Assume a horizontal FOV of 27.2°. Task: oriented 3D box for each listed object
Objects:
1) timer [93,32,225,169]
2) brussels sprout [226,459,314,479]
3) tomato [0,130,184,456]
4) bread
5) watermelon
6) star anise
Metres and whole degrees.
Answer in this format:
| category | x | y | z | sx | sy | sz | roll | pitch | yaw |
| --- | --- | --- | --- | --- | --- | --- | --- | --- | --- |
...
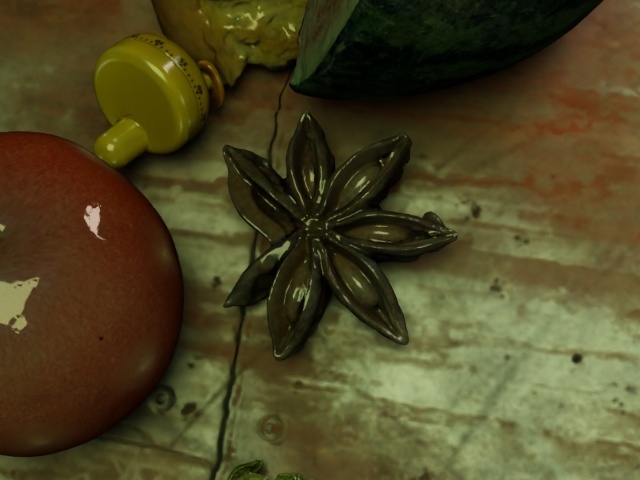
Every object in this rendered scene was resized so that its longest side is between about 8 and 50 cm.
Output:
| category | x | y | z | sx | sy | sz | roll | pitch | yaw |
| --- | --- | --- | --- | --- | --- | --- | --- | --- | --- |
| timer | -0.151 | -0.119 | 1.132 | 0.107 | 0.107 | 0.109 | 34 | 50 | 14 |
| brussels sprout | -0.035 | 0.215 | 1.059 | 0.085 | 0.058 | 0.085 | -1 | 41 | 1 |
| tomato | -0.237 | 0.041 | 1.047 | 0.256 | 0.224 | 0.255 | 1 | 69 | -1 |
| bread | -0.075 | -0.273 | 1.153 | 0.174 | 0.133 | 0.251 | -15 | 73 | -3 |
| watermelon | 0.119 | -0.255 | 1.033 | 0.283 | 0.250 | 0.292 | -15 | 107 | -24 |
| star anise | 0.016 | -0.006 | 1.102 | 0.197 | 0.073 | 0.212 | -3 | 77 | 9 |
